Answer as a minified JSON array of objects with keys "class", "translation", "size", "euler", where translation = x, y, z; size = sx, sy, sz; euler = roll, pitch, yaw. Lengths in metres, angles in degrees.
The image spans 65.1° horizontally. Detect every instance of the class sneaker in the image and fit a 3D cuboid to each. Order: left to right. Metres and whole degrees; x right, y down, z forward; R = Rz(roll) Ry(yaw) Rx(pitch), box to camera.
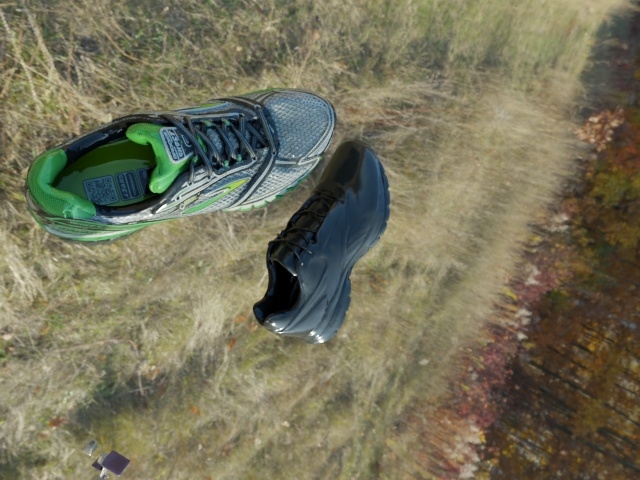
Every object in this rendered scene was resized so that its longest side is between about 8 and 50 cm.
[{"class":"sneaker","translation":[-0.127,-0.082,0.533],"size":[0.344,0.134,0.146],"euler":[-25,-174,-20]},{"class":"sneaker","translation":[0.000,0.000,0.657],"size":[0.130,0.109,0.286],"euler":[16,91,-48]}]

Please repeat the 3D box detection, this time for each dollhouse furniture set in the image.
[{"class":"dollhouse furniture set","translation":[-0.431,0.448,0.923],"size":[0.081,0.091,0.114],"euler":[-60,178,28]}]
